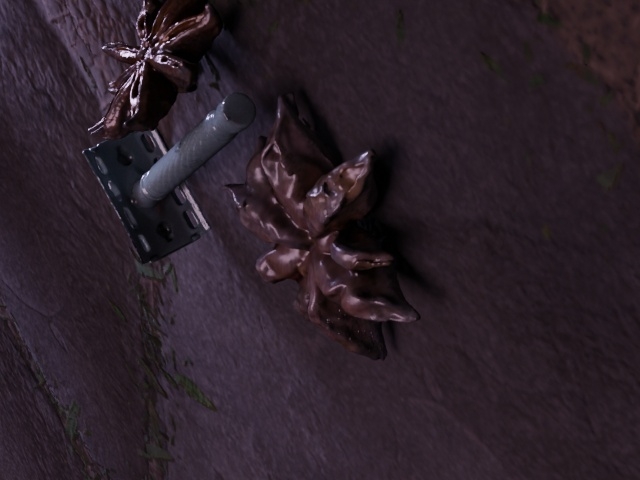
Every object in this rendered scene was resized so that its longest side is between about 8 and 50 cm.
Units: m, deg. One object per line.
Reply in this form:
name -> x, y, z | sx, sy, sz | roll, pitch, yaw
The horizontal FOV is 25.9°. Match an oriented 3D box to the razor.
razor -> -0.102, -0.063, 1.033 | 0.106, 0.068, 0.232 | 60, 153, 1

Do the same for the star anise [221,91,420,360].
star anise -> 0.000, 0.000, 0.961 | 0.182, 0.065, 0.195 | 50, 143, 18

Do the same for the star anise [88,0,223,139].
star anise -> -0.115, -0.129, 1.004 | 0.042, 0.141, 0.141 | 27, 163, -32
